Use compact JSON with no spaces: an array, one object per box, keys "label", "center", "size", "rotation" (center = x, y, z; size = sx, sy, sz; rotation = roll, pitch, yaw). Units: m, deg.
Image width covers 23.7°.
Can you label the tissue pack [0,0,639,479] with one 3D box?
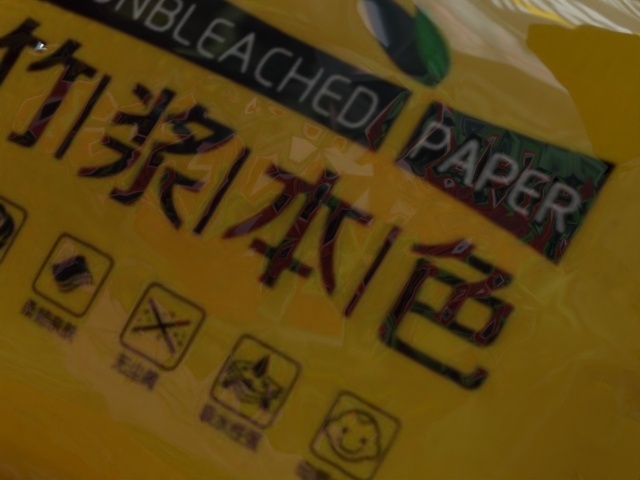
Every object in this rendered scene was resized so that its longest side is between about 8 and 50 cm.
[{"label":"tissue pack","center":[0.000,0.000,0.573],"size":[0.382,0.293,0.228],"rotation":[28,-9,20]}]
